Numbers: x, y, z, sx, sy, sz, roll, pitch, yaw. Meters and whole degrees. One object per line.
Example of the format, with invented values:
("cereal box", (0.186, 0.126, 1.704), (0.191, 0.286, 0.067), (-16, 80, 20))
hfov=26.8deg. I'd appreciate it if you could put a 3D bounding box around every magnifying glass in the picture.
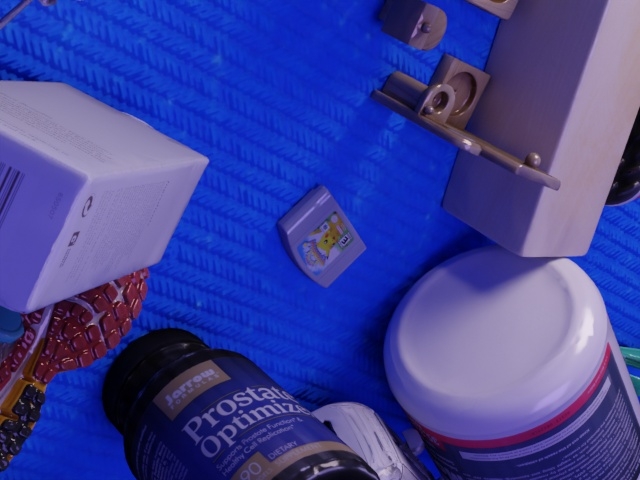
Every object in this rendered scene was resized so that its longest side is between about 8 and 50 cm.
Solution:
("magnifying glass", (0.361, 0.131, 1.411), (0.231, 0.092, 0.026), (0, 111, -51))

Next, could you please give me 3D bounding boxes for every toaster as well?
("toaster", (-0.003, 0.238, 1.122), (0.227, 0.129, 0.146), (-29, 130, 2))

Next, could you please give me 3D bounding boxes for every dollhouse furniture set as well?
("dollhouse furniture set", (0.129, -0.143, 1.012), (0.144, 0.123, 0.151), (16, 104, -44))

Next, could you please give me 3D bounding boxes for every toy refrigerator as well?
("toy refrigerator", (0.201, -0.129, 1.098), (0.094, 0.102, 0.269), (0, 114, -40))

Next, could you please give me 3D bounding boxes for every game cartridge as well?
("game cartridge", (0.000, 0.000, 1.070), (0.056, 0.017, 0.083), (-42, 135, -7))

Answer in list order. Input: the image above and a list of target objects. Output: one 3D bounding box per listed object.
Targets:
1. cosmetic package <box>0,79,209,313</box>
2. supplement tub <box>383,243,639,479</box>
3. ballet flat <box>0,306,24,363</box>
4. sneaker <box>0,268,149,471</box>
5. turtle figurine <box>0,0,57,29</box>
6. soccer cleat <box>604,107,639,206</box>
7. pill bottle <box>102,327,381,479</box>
("cosmetic package", (-0.156, -0.032, 0.766), (0.085, 0.117, 0.231), (-63, 172, 8))
("supplement tub", (0.183, 0.151, 1.187), (0.191, 0.191, 0.272), (-41, 134, -13))
("ballet flat", (-0.326, -0.051, 0.709), (0.147, 0.147, 0.409), (-45, 132, -9))
("sneaker", (-0.205, 0.062, 0.895), (0.225, 0.092, 0.088), (-49, 121, -27))
("turtle figurine", (-0.148, -0.232, 0.696), (0.266, 0.274, 0.198), (-37, 96, -32))
("soccer cleat", (0.299, -0.184, 1.163), (0.116, 0.108, 0.318), (-11, 122, -62))
("pill bottle", (-0.064, 0.153, 0.961), (0.123, 0.219, 0.123), (-21, 127, -30))
